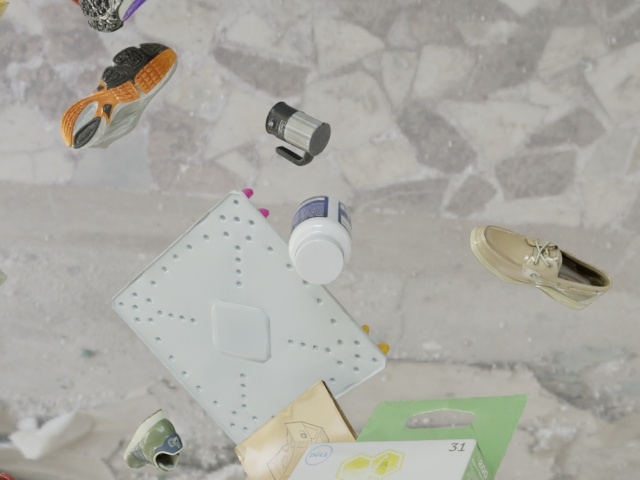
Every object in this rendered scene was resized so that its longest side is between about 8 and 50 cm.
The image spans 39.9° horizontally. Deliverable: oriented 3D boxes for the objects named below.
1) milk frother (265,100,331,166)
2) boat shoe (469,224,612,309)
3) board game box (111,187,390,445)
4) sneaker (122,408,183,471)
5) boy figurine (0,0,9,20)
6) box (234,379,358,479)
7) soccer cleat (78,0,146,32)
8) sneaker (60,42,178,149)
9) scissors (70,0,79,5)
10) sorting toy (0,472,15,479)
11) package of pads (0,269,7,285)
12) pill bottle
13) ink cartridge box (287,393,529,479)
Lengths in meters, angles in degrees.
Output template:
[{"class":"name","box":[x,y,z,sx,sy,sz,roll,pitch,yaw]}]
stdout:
[{"class":"milk frother","box":[-0.035,-0.260,2.076,0.135,0.143,0.129,30,140,25]},{"class":"boat shoe","box":[0.435,0.040,1.733,0.302,0.109,0.098,27,144,-15]},{"class":"board game box","box":[-0.131,0.151,1.566,0.390,0.050,0.390,-38,96,33]},{"class":"sneaker","box":[-0.285,0.369,1.523,0.086,0.064,0.192,47,140,14]},{"class":"boy figurine","box":[-0.601,-0.417,1.364,0.092,0.177,0.285,-52,138,-5]},{"class":"box","box":[-0.033,0.356,1.463,0.201,0.164,0.021,-40,151,13]},{"class":"soccer cleat","box":[-0.296,-0.417,1.396,0.318,0.116,0.108,-11,112,58]},{"class":"sneaker","box":[-0.358,-0.265,1.632,0.262,0.099,0.121,-36,168,15]},{"class":"scissors","box":[-0.534,-0.511,1.716,0.021,0.109,0.297,-54,156,4]},{"class":"sorting toy","box":[-0.486,0.385,1.302,0.061,0.042,0.102,33,120,8]},{"class":"package of pads","box":[-0.777,0.030,1.742,0.229,0.296,0.101,42,89,0]},{"class":"pill bottle","box":[0.000,0.000,1.304,0.094,0.169,0.094,1,111,1]},{"class":"ink cartridge box","box":[0.068,0.194,0.762,0.171,0.235,0.056,-10,117,34]}]
